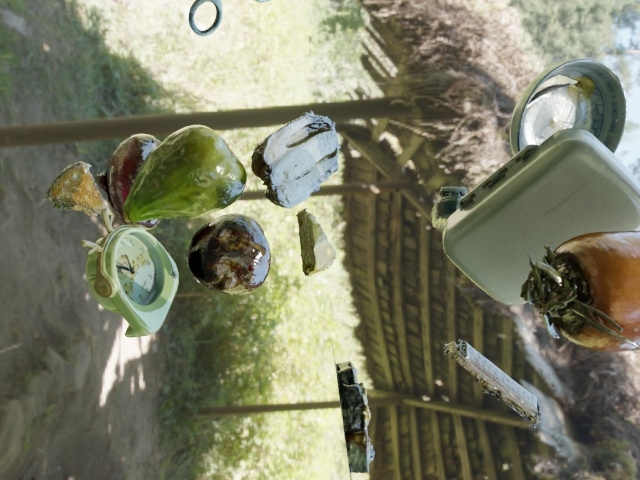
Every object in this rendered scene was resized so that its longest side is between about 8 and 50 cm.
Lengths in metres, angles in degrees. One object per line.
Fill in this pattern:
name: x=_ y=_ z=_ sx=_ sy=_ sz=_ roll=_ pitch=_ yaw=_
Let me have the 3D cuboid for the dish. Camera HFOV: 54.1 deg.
dish: x=0.505 y=-0.258 z=1.355 sx=0.134 sy=0.274 sz=0.273 roll=-134 pitch=-140 yaw=-61

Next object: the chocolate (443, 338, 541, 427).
chocolate: x=0.460 y=0.368 z=1.645 sx=0.065 sy=0.329 sz=0.102 roll=-48 pitch=-164 yaw=17

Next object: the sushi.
sushi: x=0.082 y=0.411 z=1.381 sx=0.359 sy=0.064 sz=0.343 roll=83 pitch=-1 yaw=-63

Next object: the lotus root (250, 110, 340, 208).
lotus root: x=-0.053 y=-0.177 z=1.309 sx=0.329 sy=0.078 sz=0.167 roll=-39 pitch=123 yaw=-57

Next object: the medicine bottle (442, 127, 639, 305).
medicine bottle: x=0.447 y=-0.036 z=1.277 sx=0.375 sy=0.282 sz=0.123 roll=-43 pitch=-166 yaw=31

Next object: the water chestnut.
water chestnut: x=-0.235 y=0.032 z=1.669 sx=0.238 sy=0.224 sz=0.223 roll=-98 pitch=-173 yaw=-67

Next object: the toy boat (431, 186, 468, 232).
toy boat: x=0.403 y=-0.098 z=1.918 sx=0.296 sy=0.114 sz=0.122 roll=59 pitch=33 yaw=-79

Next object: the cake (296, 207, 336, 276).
cake: x=0.003 y=0.001 z=1.598 sx=0.080 sy=0.116 sz=0.184 roll=13 pitch=-68 yaw=50

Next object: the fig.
fig: x=-0.254 y=-0.122 z=1.187 sx=0.167 sy=0.234 sz=0.167 roll=44 pitch=36 yaw=-46

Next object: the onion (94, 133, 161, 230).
onion: x=-0.527 y=-0.164 z=1.758 sx=0.272 sy=0.195 sz=0.271 roll=7 pitch=90 yaw=-84

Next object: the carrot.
carrot: x=0.475 y=0.086 z=1.012 sx=0.193 sy=0.331 sz=0.214 roll=107 pitch=-17 yaw=-64

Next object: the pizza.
pizza: x=-0.754 y=-0.141 z=1.989 sx=0.052 sy=0.195 sz=0.185 roll=-21 pitch=-151 yaw=56

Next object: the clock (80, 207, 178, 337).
clock: x=-0.482 y=0.072 z=1.554 sx=0.235 sy=0.096 sz=0.308 roll=-76 pitch=148 yaw=-45

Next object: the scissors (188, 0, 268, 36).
scissors: x=-0.245 y=-0.676 z=1.456 sx=0.029 sy=0.256 sz=0.383 roll=54 pitch=-9 yaw=34
